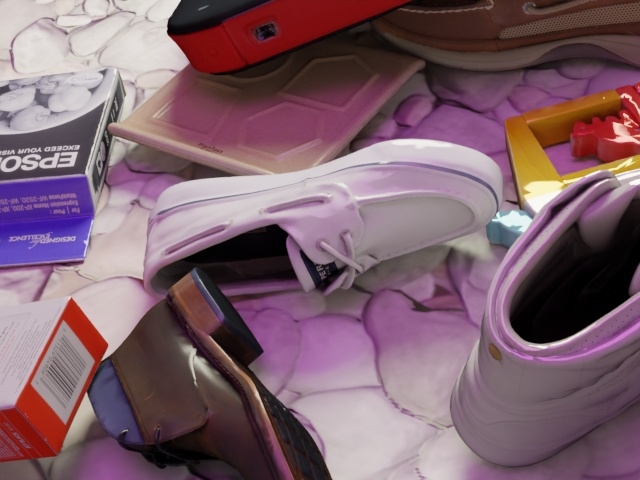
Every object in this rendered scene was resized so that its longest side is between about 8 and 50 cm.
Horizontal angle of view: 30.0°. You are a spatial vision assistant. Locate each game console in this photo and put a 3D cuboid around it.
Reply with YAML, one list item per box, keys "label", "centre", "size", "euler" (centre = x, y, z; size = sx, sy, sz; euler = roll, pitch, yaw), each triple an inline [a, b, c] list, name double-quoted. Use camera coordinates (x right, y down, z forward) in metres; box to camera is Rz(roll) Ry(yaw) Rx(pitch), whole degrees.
- label: "game console"
  centre: [0.062, -0.286, 1.038]
  size: [0.387, 0.060, 0.342]
  euler: [-18, 31, 17]

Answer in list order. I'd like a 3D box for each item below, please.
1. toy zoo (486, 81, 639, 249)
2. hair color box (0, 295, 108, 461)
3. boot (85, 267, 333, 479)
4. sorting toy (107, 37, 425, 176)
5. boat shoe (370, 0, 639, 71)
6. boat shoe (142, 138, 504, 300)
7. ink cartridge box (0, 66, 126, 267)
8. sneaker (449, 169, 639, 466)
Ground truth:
- label: "toy zoo"
  centre: [0.258, -0.050, 0.852]
  size: [0.293, 0.030, 0.192]
  euler: [-15, 41, -3]
- label: "hair color box"
  centre: [-0.229, 0.095, 0.767]
  size: [0.167, 0.053, 0.093]
  euler: [-9, 40, 25]
- label: "boot"
  centre: [-0.069, 0.122, 0.729]
  size: [0.106, 0.082, 0.219]
  euler: [-37, 46, 4]
- label: "sorting toy"
  centre: [-0.042, -0.114, 0.999]
  size: [0.193, 0.038, 0.208]
  euler: [19, 46, 31]
- label: "boat shoe"
  centre: [0.196, -0.217, 0.987]
  size: [0.325, 0.116, 0.123]
  euler: [2, 43, 16]
- label: "boat shoe"
  centre: [0.000, 0.000, 0.828]
  size: [0.258, 0.095, 0.084]
  euler: [-11, 44, 18]
- label: "ink cartridge box"
  centre: [-0.277, -0.059, 0.986]
  size: [0.206, 0.045, 0.208]
  euler: [-6, 43, 7]
- label: "sneaker"
  centre: [0.206, 0.009, 0.677]
  size: [0.293, 0.169, 0.108]
  euler: [-34, 66, -17]
